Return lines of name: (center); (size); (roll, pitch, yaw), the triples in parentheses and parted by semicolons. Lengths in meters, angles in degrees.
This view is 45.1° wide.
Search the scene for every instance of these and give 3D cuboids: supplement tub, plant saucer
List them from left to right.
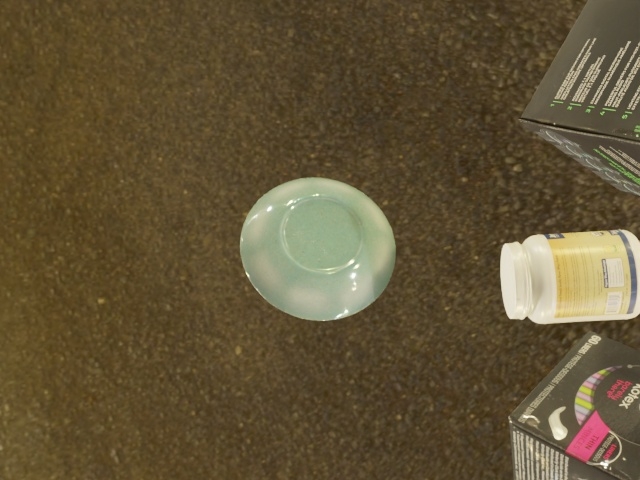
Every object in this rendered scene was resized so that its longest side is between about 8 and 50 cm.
plant saucer: (0.000, 0.000, 0.939); (0.195, 0.195, 0.037); (55, 160, 16)
supplement tub: (0.629, 0.093, 1.944); (0.316, 0.228, 0.228); (-3, 96, 2)

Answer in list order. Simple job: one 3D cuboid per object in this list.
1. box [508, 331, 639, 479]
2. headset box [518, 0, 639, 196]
box: (0.344, 0.232, 0.759); (0.270, 0.165, 0.143); (23, 138, 40)
headset box: (0.287, -0.135, 0.468); (0.246, 0.131, 0.283); (-61, 22, 4)
